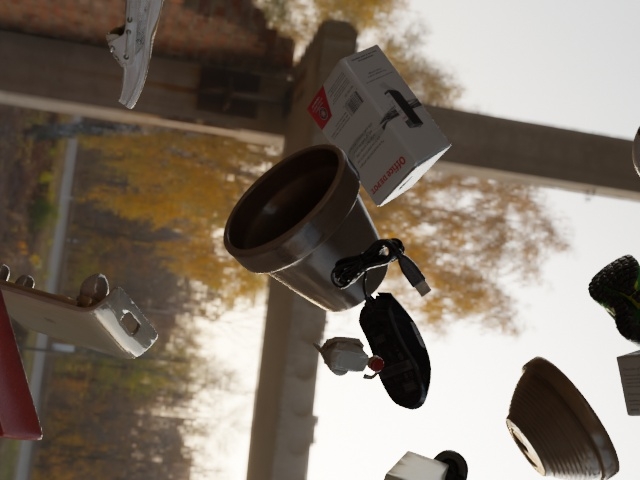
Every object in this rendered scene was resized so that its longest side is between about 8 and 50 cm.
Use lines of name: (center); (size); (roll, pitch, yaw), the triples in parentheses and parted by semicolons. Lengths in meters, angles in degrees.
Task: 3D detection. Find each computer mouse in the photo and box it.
computer mouse: (0.130, 0.118, 1.448); (0.184, 0.060, 0.262); (-39, -107, 49)

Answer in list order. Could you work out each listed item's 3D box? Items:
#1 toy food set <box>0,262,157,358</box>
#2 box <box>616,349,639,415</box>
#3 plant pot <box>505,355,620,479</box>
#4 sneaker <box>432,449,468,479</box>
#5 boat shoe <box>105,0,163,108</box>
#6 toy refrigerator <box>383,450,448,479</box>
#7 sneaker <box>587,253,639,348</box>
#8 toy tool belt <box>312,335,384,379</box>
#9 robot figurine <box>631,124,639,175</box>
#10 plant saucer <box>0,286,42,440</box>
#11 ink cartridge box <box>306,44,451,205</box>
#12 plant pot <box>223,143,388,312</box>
toy food set: (-0.462, 0.103, 1.688); (0.219, 0.306, 0.092); (72, 36, -61)
box: (0.692, 0.255, 1.792); (0.182, 0.181, 0.119); (-14, -95, 47)
plant pot: (0.395, 0.326, 1.628); (0.237, 0.110, 0.237); (59, -7, 11)
sneaker: (0.223, 0.542, 1.886); (0.267, 0.101, 0.106); (-61, 166, 0)
boat shoe: (-0.395, -0.411, 1.949); (0.098, 0.096, 0.277); (-123, -135, -61)
toy refrigerator: (0.159, 0.456, 1.702); (0.269, 0.094, 0.102); (14, 92, -76)
sneaker: (0.721, 0.159, 2.168); (0.134, 0.146, 0.343); (-38, -155, 20)
toy tool belt: (0.034, 0.142, 1.182); (0.051, 0.083, 0.052); (31, -76, 53)
robot figurine: (0.777, -0.185, 1.923); (0.278, 0.209, 0.173); (9, -103, 40)
plant saucer: (-0.547, 0.179, 1.382); (0.048, 0.258, 0.259); (-40, 124, -57)
ink cartridge box: (0.120, -0.239, 1.995); (0.273, 0.114, 0.197); (56, -33, 9)
plant pot: (0.000, 0.000, 1.648); (0.263, 0.229, 0.263); (-31, -152, 19)
